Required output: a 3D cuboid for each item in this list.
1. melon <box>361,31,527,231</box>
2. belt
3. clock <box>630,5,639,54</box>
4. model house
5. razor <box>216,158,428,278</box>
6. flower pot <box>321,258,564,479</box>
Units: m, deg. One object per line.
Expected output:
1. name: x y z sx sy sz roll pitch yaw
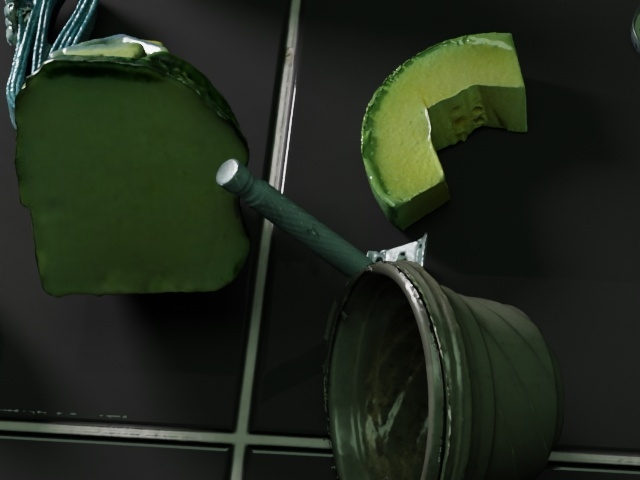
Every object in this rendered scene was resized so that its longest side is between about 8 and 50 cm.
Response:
1. melon: 0.109 -0.105 1.793 0.209 0.064 0.118 -36 62 -19
2. belt: -0.269 -0.184 1.873 0.100 0.065 0.179 11 59 0
3. clock: 0.331 -0.196 1.853 0.085 0.017 0.085 -2 59 4
4. model house: -0.151 -0.083 1.713 0.195 0.214 0.189 -6 21 4
5. razor: 0.000 0.000 1.652 0.068 0.232 0.106 -18 51 36
6. flower pot: 0.103 0.129 1.583 0.141 0.235 0.235 1 55 -24
